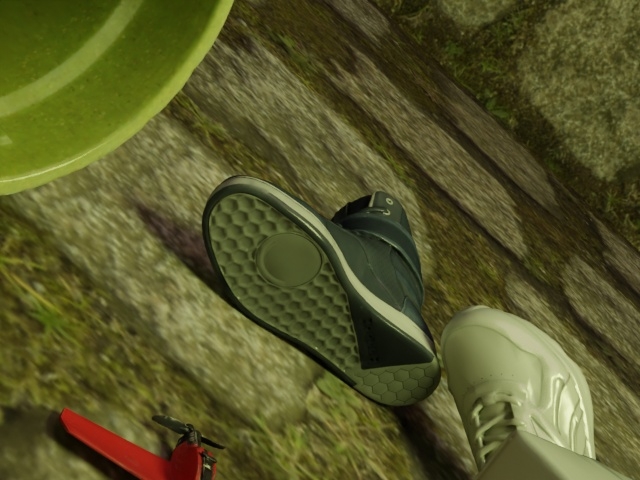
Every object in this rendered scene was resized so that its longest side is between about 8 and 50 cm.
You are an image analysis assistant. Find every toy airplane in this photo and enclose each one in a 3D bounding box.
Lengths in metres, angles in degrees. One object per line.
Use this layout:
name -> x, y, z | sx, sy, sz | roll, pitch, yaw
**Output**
toy airplane -> -0.063, 0.131, 0.592 | 0.151, 0.028, 0.151 | 41, 17, -15

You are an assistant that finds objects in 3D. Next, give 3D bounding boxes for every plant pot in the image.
plant pot -> -0.217, -0.203, 0.663 | 0.254, 0.276, 0.276 | 37, 11, 34

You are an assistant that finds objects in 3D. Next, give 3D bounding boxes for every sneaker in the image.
sneaker -> -0.001, 0.001, 0.909 | 0.226, 0.086, 0.163 | 45, 25, -30
sneaker -> 0.143, 0.154, 0.847 | 0.115, 0.090, 0.232 | -15, 76, -59

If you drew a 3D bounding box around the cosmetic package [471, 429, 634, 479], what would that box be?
cosmetic package -> 0.142, 0.217, 0.597 | 0.151, 0.151, 0.183 | 29, 11, -41
